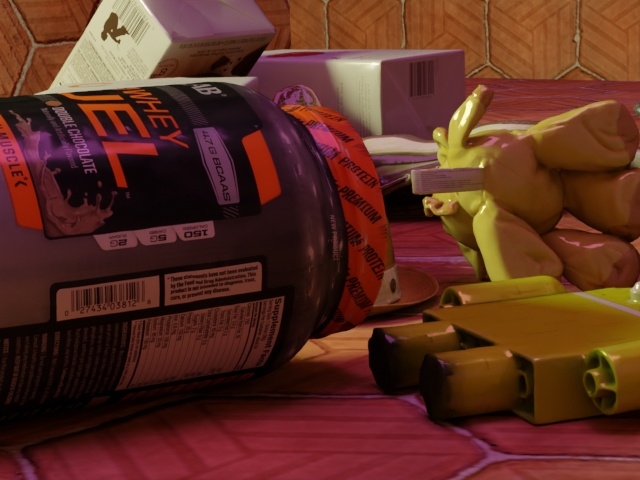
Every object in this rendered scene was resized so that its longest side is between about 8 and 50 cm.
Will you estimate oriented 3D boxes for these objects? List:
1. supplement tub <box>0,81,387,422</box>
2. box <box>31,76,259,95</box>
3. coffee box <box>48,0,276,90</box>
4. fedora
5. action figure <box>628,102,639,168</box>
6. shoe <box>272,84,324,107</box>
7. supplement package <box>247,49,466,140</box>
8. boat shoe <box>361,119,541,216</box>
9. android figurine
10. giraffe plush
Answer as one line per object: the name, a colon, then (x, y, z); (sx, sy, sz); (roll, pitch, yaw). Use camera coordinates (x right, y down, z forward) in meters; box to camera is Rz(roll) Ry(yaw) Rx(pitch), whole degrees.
supplement tub: (-0.140, 0.004, 1.077); (0.338, 0.207, 0.207); (-8, 11, -30)
box: (-0.179, -0.061, 1.586); (0.215, 0.168, 0.345); (-2, 10, 5)
coffee box: (-0.206, -0.174, 1.915); (0.168, 0.119, 0.297); (-13, -29, -45)
fedora: (0.007, 0.013, 1.373); (0.194, 0.079, 0.194); (-2, 10, 0)
action figure: (0.401, -0.093, 1.392); (0.330, 0.178, 0.341); (-15, -31, 34)
shoe: (0.001, -0.083, 1.804); (0.077, 0.058, 0.219); (-17, 48, -4)
supplement package: (0.011, -0.144, 2.017); (0.293, 0.175, 0.177); (5, 13, 38)
boat shoe: (0.156, -0.065, 1.812); (0.258, 0.095, 0.095); (-7, -33, 6)
android figurine: (0.179, 0.068, 1.093); (0.273, 0.056, 0.248); (-7, 10, -18)
giraffe plush: (0.160, -0.033, 1.392); (0.210, 0.181, 0.170); (14, -5, -9)
